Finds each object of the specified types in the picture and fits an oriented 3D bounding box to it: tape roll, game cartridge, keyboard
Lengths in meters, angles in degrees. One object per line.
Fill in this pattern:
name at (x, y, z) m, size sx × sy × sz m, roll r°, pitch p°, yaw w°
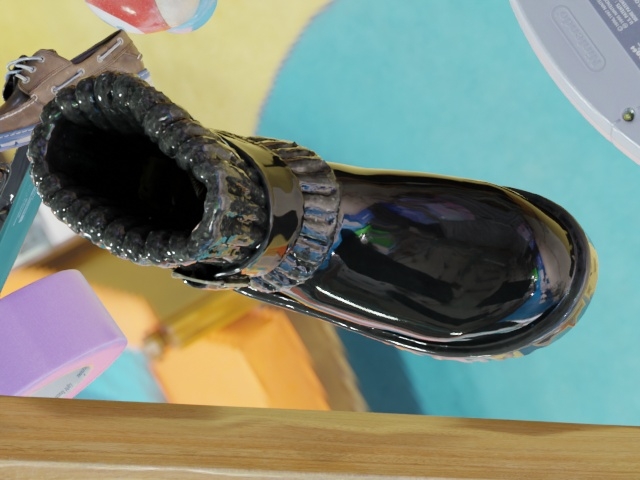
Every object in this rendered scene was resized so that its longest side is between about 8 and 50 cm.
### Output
tape roll at (-0.329, 0.143, 1.840) m, size 0.090 × 0.275 × 0.275 m, roll 54°, pitch 153°, yaw 6°
game cartridge at (0.292, -0.209, 1.694) m, size 0.294 × 0.196 × 0.060 m, roll 58°, pitch 175°, yaw 19°
keyboard at (-0.349, -0.042, 2.046) m, size 0.033 × 0.201 × 0.317 m, roll 27°, pitch 107°, yaw 6°

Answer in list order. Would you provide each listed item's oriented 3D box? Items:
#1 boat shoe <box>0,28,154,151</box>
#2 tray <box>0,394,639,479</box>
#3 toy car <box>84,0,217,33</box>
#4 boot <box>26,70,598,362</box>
boat shoe at (-0.221, -0.119, 1.479) m, size 0.066 × 0.183 × 0.066 m, roll -5°, pitch 107°, yaw 51°
tray at (0.004, 0.187, 0.915) m, size 0.076 × 0.411 × 0.203 m, roll -113°, pitch 30°, yaw -65°
toy car at (-0.237, -0.274, 1.659) m, size 0.219 × 0.238 × 0.210 m, roll 24°, pitch -125°, yaw -80°
boot at (-0.004, -0.012, 1.270) m, size 0.348 × 0.131 × 0.260 m, roll 6°, pitch 168°, yaw 25°
